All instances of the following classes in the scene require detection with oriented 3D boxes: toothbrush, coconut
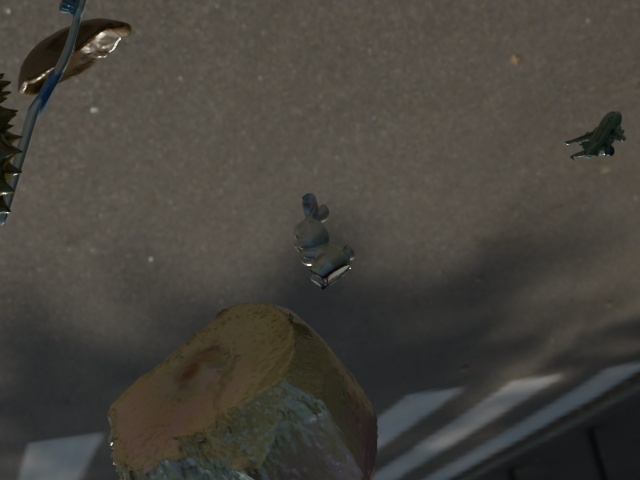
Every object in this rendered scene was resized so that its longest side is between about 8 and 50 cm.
[{"bbox_3d":[-0.382,-0.197,1.490,0.040,0.386,0.040,10,161,3],"label":"toothbrush"},{"bbox_3d":[-0.094,0.320,1.625,0.404,0.405,0.405,-10,159,-4],"label":"coconut"}]

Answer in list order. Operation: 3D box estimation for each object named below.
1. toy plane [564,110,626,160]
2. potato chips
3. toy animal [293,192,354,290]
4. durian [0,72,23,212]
[{"bbox_3d":[0.317,-0.116,1.207,0.083,0.033,0.080,-44,-156,-27],"label":"toy plane"},{"bbox_3d":[-0.412,-0.312,1.759,0.208,0.062,0.195,-35,-177,5],"label":"potato chips"},{"bbox_3d":[-0.005,0.004,1.648,0.085,0.124,0.071,-37,161,6],"label":"toy animal"},{"bbox_3d":[-0.353,-0.045,0.838,0.306,0.166,0.172,-58,156,9],"label":"durian"}]
